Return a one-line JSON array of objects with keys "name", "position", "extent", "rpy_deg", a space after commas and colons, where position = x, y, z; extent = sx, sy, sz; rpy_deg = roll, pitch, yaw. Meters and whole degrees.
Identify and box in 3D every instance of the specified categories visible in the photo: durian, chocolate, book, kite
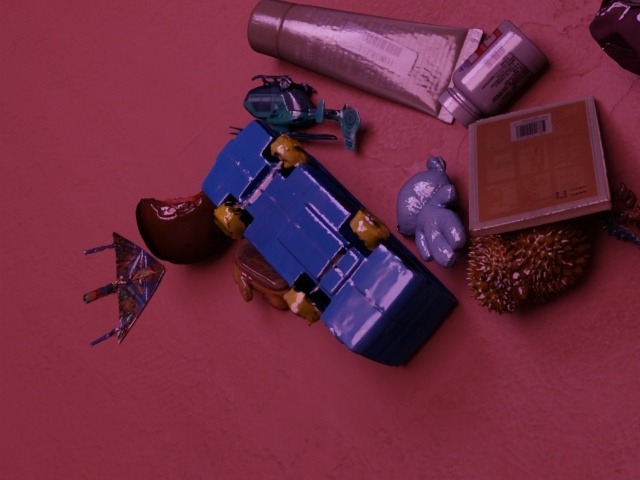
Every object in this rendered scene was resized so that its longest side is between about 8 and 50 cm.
[{"name": "durian", "position": [0.255, 0.007, 1.793], "extent": [0.158, 0.137, 0.168], "rpy_deg": [-9, 55, 19]}, {"name": "chocolate", "position": [-0.185, -0.035, 2.090], "extent": [0.133, 0.127, 0.124], "rpy_deg": [-21, 35, 30]}, {"name": "book", "position": [0.265, -0.095, 1.790], "extent": [0.170, 0.018, 0.242], "rpy_deg": [-12, 34, 14]}, {"name": "kite", "position": [-0.299, 0.065, 2.200], "extent": [0.160, 0.010, 0.183], "rpy_deg": [-19, 64, 27]}]

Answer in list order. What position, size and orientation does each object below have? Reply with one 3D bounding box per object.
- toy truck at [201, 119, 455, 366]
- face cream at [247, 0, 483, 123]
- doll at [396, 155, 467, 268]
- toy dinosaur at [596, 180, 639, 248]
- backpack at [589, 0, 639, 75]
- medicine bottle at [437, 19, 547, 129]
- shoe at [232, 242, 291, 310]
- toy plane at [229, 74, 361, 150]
[{"name": "toy truck", "position": [0.000, 0.000, 1.937], "extent": [0.161, 0.162, 0.385], "rpy_deg": [-51, 53, 8]}, {"name": "face cream", "position": [0.056, -0.269, 2.052], "extent": [0.341, 0.084, 0.137], "rpy_deg": [18, 86, 27]}, {"name": "doll", "position": [0.158, -0.025, 1.887], "extent": [0.120, 0.075, 0.180], "rpy_deg": [-60, 35, 18]}, {"name": "toy dinosaur", "position": [0.371, -0.026, 1.774], "extent": [0.055, 0.049, 0.154], "rpy_deg": [-34, 53, 16]}, {"name": "backpack", "position": [0.504, -0.278, 1.683], "extent": [0.317, 0.197, 0.283], "rpy_deg": [-46, 54, 10]}, {"name": "medicine bottle", "position": [0.224, -0.215, 1.916], "extent": [0.140, 0.079, 0.079], "rpy_deg": [-46, 55, 12]}, {"name": "shoe", "position": [-0.084, 0.054, 2.029], "extent": [0.109, 0.069, 0.072], "rpy_deg": [17, 46, 25]}, {"name": "toy plane", "position": [-0.036, -0.185, 2.088], "extent": [0.235, 0.060, 0.096], "rpy_deg": [8, 86, 38]}]
